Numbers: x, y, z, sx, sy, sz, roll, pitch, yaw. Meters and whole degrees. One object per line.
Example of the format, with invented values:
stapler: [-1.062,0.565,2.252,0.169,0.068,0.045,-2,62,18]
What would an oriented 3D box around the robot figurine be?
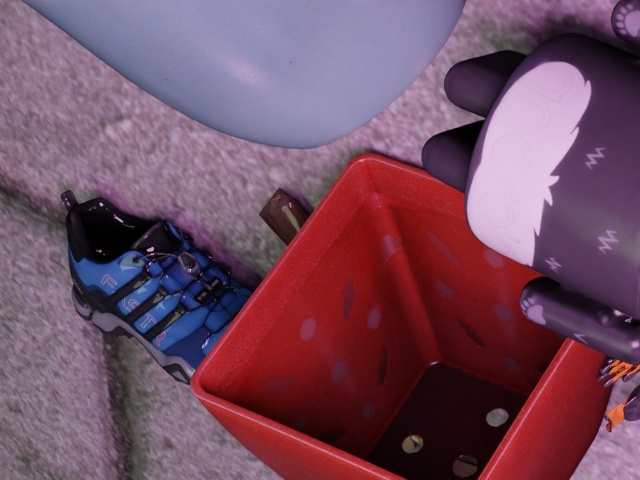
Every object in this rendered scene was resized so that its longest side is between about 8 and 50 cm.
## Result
robot figurine: [0.214,-0.042,1.393,0.278,0.173,0.209,26,153,24]

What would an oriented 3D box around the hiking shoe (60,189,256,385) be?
hiking shoe: [-0.140,0.052,1.905,0.304,0.113,0.132,18,139,33]

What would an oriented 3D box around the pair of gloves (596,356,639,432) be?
pair of gloves: [0.257,0.112,1.596,0.010,0.074,0.083,39,153,47]

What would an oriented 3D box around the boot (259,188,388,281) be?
boot: [0.000,0.000,1.778,0.114,0.037,0.106,56,146,-9]

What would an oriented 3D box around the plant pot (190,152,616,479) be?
plant pot: [0.099,0.129,1.636,0.267,0.267,0.236,20,152,31]

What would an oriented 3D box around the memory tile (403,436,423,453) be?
memory tile: [0.062,0.159,1.901,0.113,0.012,0.148,49,145,-8]

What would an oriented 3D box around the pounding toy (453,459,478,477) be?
pounding toy: [0.123,0.314,1.931,0.181,0.094,0.206,16,136,35]

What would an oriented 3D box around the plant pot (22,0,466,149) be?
plant pot: [-0.036,-0.206,1.391,0.235,0.293,0.293,42,149,-24]
